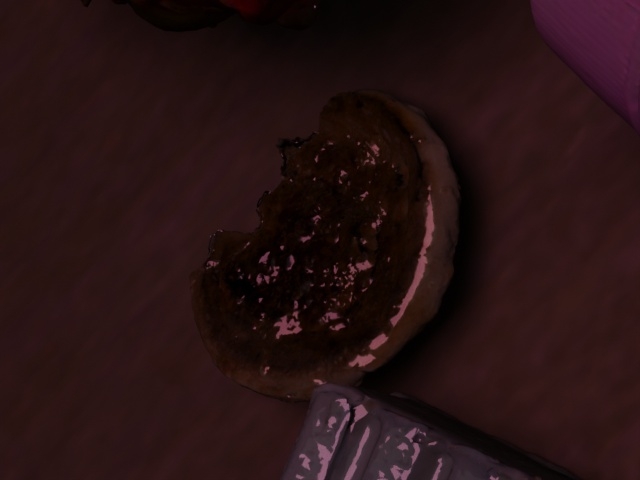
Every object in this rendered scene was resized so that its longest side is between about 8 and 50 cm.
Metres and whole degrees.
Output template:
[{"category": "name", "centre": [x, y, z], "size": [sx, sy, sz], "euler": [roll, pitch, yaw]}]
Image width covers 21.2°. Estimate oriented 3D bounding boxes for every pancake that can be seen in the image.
[{"category": "pancake", "centre": [0.004, 0.004, 0.665], "size": [0.116, 0.022, 0.129], "euler": [37, 98, 45]}]

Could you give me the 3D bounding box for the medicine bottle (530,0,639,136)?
[{"category": "medicine bottle", "centre": [0.193, -0.035, 0.487], "size": [0.152, 0.152, 0.254], "euler": [-49, 58, 13]}]

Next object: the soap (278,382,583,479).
[{"category": "soap", "centre": [0.017, 0.159, 0.605], "size": [0.114, 0.063, 0.198], "euler": [26, 93, 33]}]

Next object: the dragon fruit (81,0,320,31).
[{"category": "dragon fruit", "centre": [-0.060, -0.210, 0.648], "size": [0.231, 0.237, 0.303], "euler": [-45, 46, -8]}]
